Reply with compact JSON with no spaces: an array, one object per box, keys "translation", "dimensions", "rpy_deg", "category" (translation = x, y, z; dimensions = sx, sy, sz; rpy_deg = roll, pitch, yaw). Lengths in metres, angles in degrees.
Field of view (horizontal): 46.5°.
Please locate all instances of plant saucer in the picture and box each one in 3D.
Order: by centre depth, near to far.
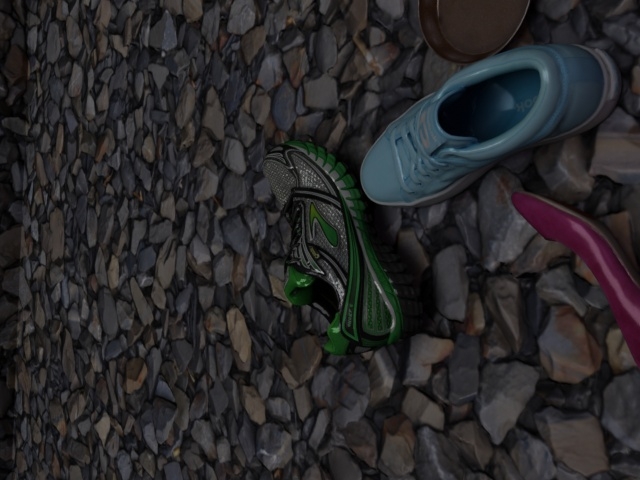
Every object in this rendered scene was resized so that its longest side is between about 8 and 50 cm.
[{"translation":[0.192,-0.299,0.912],"dimensions":[0.168,0.029,0.169],"rpy_deg":[4,95,46],"category":"plant saucer"}]

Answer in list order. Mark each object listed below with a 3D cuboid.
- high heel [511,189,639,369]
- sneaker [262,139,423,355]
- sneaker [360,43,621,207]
[{"translation":[0.287,0.043,0.794],"dimensions":[0.244,0.082,0.117],"rpy_deg":[35,108,26],"category":"high heel"},{"translation":[0.000,0.000,1.026],"dimensions":[0.344,0.146,0.134],"rpy_deg":[59,159,28],"category":"sneaker"},{"translation":[0.151,-0.136,0.877],"dimensions":[0.365,0.150,0.135],"rpy_deg":[-28,71,45],"category":"sneaker"}]
